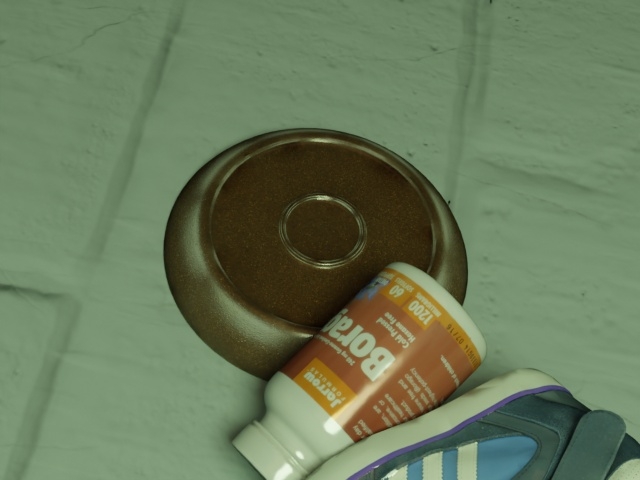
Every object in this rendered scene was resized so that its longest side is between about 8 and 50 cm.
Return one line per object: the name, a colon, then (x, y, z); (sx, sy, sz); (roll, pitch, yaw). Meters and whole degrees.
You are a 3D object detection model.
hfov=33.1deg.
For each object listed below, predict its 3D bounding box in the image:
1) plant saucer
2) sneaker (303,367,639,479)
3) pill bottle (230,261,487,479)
plant saucer: (0.000, 0.000, 1.071); (0.310, 0.050, 0.311); (4, 57, -6)
sneaker: (0.121, 0.250, 0.812); (0.322, 0.130, 0.236); (-29, 42, -11)
pill bottle: (0.031, 0.130, 0.928); (0.216, 0.121, 0.121); (-44, 71, -13)
